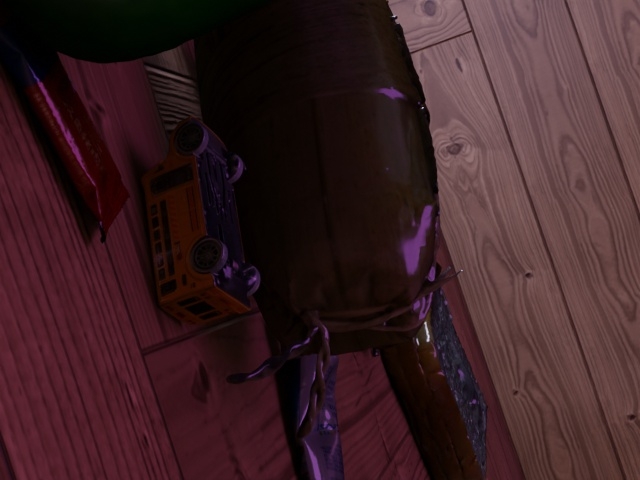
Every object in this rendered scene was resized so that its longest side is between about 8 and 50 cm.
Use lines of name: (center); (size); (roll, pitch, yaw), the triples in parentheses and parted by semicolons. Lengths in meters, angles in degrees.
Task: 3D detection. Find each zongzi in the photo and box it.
zongzi: (0.022, -0.005, 1.299); (0.467, 0.218, 0.500); (72, 6, -63)

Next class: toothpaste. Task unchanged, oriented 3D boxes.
toothpaste: (-0.001, 0.200, 1.262); (0.096, 0.061, 0.266); (48, 32, -68)

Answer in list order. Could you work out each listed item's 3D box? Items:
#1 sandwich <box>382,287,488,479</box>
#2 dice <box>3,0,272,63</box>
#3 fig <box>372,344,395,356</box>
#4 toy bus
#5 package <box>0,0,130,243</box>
sandwich: (0.185, 0.219, 2.018); (0.271, 0.099, 0.301); (-83, 153, -66)
dice: (-0.111, -0.318, 0.872); (0.300, 0.297, 0.287); (61, 9, -22)
fig: (0.087, 0.115, 1.788); (0.098, 0.082, 0.084); (123, -40, -66)
toy bus: (-0.102, -0.017, 1.038); (0.069, 0.074, 0.162); (40, 34, -56)
package: (-0.186, -0.099, 0.887); (0.083, 0.022, 0.200); (-87, 155, -64)
